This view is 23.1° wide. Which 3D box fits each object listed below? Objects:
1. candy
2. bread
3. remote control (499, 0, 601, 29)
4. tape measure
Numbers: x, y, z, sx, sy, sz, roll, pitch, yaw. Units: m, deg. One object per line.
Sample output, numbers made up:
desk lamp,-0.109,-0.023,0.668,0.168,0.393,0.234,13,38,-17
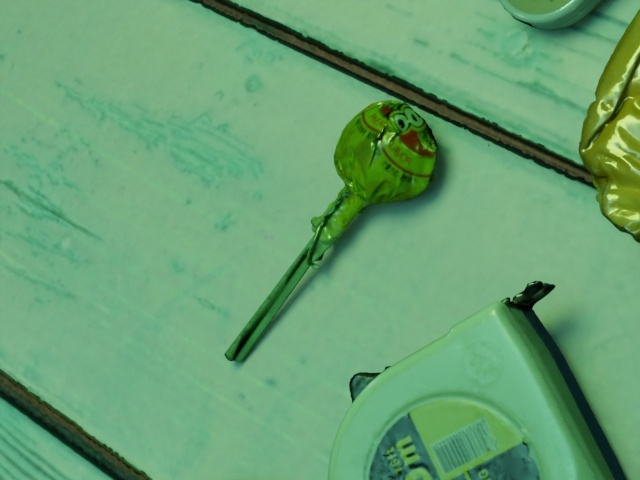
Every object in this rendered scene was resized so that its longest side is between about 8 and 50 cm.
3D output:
candy,0.001,-0.001,1.256,0.262,0.073,0.077,-54,41,20
bread,0.285,-0.100,1.050,0.179,0.133,0.250,22,97,29
remote control,0.230,-0.256,1.167,0.244,0.047,0.087,-45,65,16
tape measure,0.147,0.227,1.100,0.215,0.098,0.351,-32,72,19
